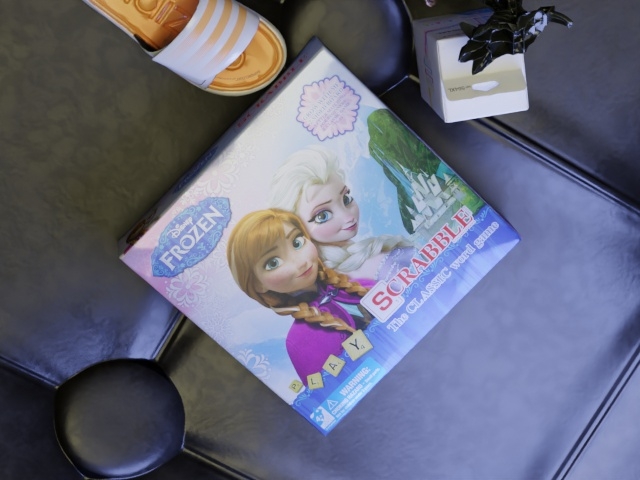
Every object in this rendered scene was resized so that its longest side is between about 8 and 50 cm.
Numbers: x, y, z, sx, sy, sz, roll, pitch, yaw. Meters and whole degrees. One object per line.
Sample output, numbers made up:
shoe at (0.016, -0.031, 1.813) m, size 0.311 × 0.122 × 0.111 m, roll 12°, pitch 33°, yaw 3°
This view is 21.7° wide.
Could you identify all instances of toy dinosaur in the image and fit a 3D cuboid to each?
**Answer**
toy dinosaur at (0.163, -0.312, 1.675) m, size 0.322 × 0.218 × 0.164 m, roll -22°, pitch 142°, yaw -3°

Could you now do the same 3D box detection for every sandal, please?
sandal at (-0.157, -0.229, 1.735) m, size 0.265 × 0.076 × 0.102 m, roll 29°, pitch 100°, yaw -16°

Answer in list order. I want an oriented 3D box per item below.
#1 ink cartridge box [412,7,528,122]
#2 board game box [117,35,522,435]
ink cartridge box at (0.159, -0.185, 1.763) m, size 0.092 × 0.143 × 0.089 m, roll -11°, pitch 108°, yaw -6°
board game box at (0.000, 0.000, 1.834) m, size 0.318 × 0.066 × 0.318 m, roll 42°, pitch 96°, yaw -18°
